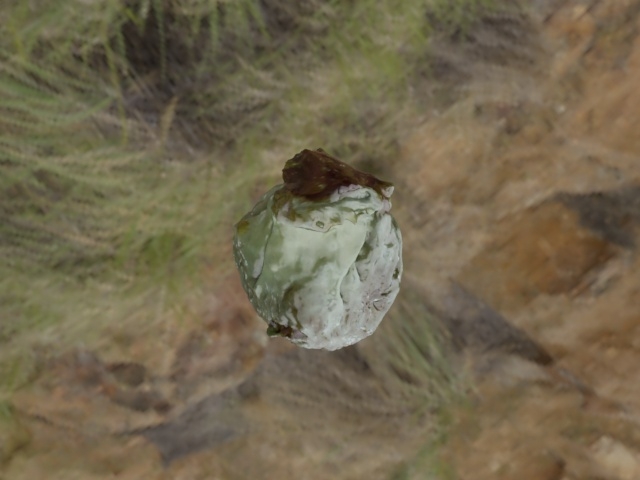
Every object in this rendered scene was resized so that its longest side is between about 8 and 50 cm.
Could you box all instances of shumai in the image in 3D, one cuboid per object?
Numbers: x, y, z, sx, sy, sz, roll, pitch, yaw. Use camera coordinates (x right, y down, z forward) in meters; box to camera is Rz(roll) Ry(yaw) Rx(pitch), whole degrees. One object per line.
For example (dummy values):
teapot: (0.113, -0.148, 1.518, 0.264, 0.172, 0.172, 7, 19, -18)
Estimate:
shumai: (0.001, 0.006, 1.307, 0.184, 0.184, 0.142, -32, 153, -12)
